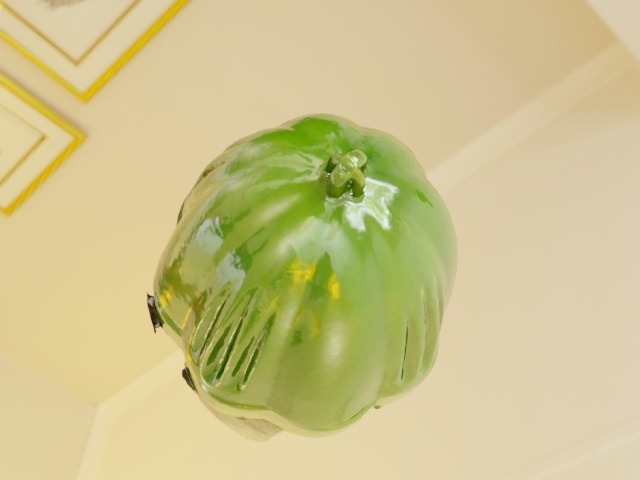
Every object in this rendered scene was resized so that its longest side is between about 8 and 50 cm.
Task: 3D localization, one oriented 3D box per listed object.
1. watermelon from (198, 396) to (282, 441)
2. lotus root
[{"bbox_3d":[-0.039,0.094,0.937,0.310,0.193,0.232,103,-7,-48],"label":"watermelon"},{"bbox_3d":[0.000,0.000,0.439,0.186,0.186,0.186,-38,-149,28],"label":"lotus root"}]
